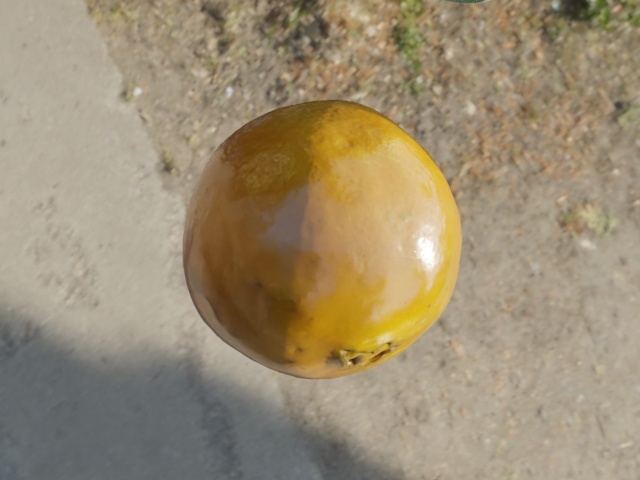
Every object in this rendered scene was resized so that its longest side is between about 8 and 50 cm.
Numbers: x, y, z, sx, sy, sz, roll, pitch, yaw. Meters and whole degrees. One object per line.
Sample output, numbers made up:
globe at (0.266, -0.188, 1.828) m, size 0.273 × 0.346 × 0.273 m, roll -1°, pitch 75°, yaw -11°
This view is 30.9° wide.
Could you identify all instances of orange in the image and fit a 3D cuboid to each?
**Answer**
orange at (0.000, 0.000, 1.261) m, size 0.312 × 0.312 × 0.312 m, roll 13°, pitch 63°, yaw -27°

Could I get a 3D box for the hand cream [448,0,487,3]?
hand cream at (0.136, -0.340, 0.905) m, size 0.093 × 0.147 × 0.306 m, roll 18°, pitch 83°, yaw -46°
